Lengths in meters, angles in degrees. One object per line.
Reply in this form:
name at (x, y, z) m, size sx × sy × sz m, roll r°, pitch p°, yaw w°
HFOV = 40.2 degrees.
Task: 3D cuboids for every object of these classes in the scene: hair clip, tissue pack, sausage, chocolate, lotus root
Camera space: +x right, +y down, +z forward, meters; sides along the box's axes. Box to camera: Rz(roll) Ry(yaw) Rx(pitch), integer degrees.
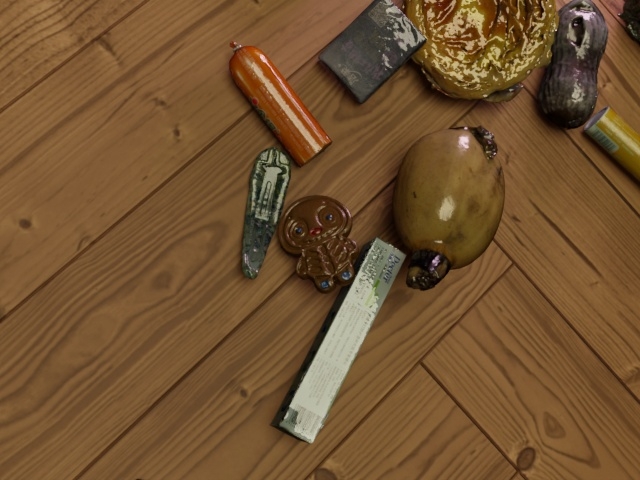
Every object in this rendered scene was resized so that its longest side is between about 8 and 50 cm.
hair clip at (-0.094, -0.043, 1.421) m, size 0.066 × 0.036 × 0.229 m, roll 16°, pitch 70°, yaw -15°
tissue pack at (0.086, -0.323, 1.481) m, size 0.156 × 0.051 × 0.112 m, roll -43°, pitch 91°, yaw 8°
sausage at (-0.077, -0.232, 1.441) m, size 0.071 × 0.071 × 0.234 m, roll -38°, pitch 90°, yaw -17°
chocolate at (0.455, -0.318, 1.575) m, size 0.110 × 0.110 × 0.248 m, roll 17°, pitch 80°, yaw -11°
lotus root at (0.199, -0.044, 1.405) m, size 0.182 × 0.183 × 0.310 m, roll 23°, pitch 57°, yaw -9°

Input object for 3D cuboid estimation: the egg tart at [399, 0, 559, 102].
egg tart at (0.276, -0.380, 1.537) m, size 0.297 × 0.132 × 0.297 m, roll 0°, pitch 87°, yaw -1°

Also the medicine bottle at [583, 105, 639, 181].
medicine bottle at (0.580, -0.150, 1.593) m, size 0.218 × 0.074 × 0.074 m, roll 42°, pitch 73°, yaw -3°

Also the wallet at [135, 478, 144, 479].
wallet at (-0.215, 0.416, 1.317) m, size 0.156 × 0.018 × 0.082 m, roll 16°, pitch 76°, yaw -11°

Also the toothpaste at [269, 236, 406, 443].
toothpaste at (0.030, 0.156, 1.393) m, size 0.067 × 0.081 × 0.337 m, roll 31°, pitch 74°, yaw -7°

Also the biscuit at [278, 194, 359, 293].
biscuit at (0.000, 0.000, 1.401) m, size 0.124 × 0.026 × 0.175 m, roll -25°, pitch 60°, yaw 1°

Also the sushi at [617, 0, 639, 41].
sushi at (0.680, -0.413, 1.610) m, size 0.274 × 0.184 × 0.139 m, roll 44°, pitch 78°, yaw -8°
